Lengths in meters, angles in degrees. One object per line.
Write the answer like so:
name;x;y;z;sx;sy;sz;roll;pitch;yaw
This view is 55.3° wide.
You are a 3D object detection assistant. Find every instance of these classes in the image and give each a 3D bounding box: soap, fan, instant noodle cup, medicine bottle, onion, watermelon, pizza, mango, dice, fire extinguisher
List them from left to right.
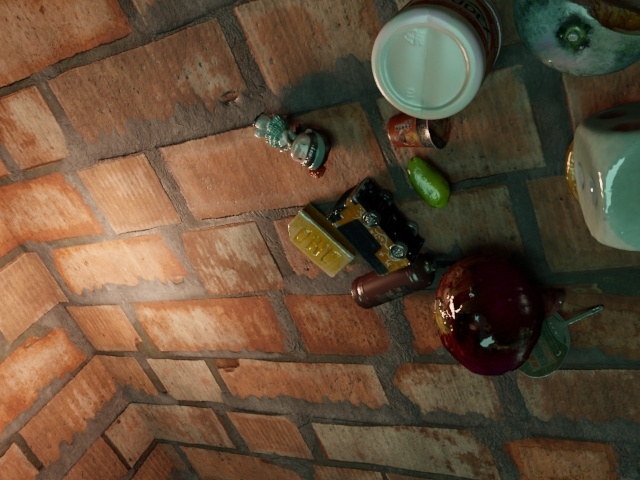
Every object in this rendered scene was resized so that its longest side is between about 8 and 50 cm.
soap;0.000;0.000;2.006;0.232;0.073;0.140;42;129;-4
fire extinguisher;0.260;0.120;1.932;0.337;0.135;0.114;-27;67;42
instant noodle cup;0.255;-0.296;1.609;0.135;0.127;0.127;0;124;39
mango;0.305;-0.166;1.707;0.091;0.074;0.165;-28;96;47
medicine bottle;0.270;-0.436;1.400;0.252;0.241;0.252;15;130;18
onion;0.523;0.201;1.738;0.385;0.348;0.348;-8;128;-8
fan;0.653;0.253;1.811;0.223;0.012;0.294;38;100;32
watermelon;0.542;-0.425;1.297;0.322;0.175;0.188;26;132;11
pizza;0.669;-0.168;1.504;0.127;0.058;0.246;-17;113;37
dice;0.708;-0.147;1.314;0.268;0.262;0.265;-11;112;12

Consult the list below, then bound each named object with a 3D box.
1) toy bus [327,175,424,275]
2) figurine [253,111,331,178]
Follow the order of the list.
toy bus;0.164;-0.039;1.841;0.167;0.138;0.275;-28;110;43
figurine;-0.080;-0.291;1.809;0.245;0.110;0.138;28;143;12
